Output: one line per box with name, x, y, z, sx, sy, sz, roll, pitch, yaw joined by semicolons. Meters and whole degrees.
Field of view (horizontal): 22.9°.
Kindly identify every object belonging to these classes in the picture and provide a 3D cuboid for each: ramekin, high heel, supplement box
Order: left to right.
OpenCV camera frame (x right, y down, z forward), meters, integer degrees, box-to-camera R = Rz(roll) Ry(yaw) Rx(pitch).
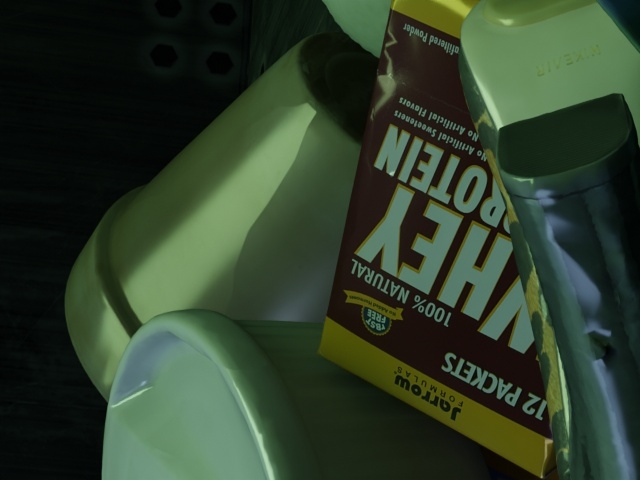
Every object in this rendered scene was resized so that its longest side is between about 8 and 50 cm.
ramekin;-0.011;0.164;0.812;0.273;0.127;0.273;25;118;61
supplement box;0.119;-0.031;0.739;0.191;0.129;0.194;-25;-45;-49
high heel;0.112;0.003;0.518;0.261;0.093;0.186;-63;-43;-57

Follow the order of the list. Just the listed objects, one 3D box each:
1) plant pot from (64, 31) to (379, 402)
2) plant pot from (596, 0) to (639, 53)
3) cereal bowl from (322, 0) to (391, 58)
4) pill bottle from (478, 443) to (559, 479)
plant pot;0.000;0.000;1.261;0.280;0.323;0.323;-56;24;31
plant pot;0.205;-0.044;0.274;0.195;0.290;0.290;-47;17;6
cereal bowl;0.080;-0.284;1.027;0.339;0.141;0.339;24;-90;-88
pill bottle;0.101;0.165;0.903;0.152;0.152;0.272;-98;17;-53
